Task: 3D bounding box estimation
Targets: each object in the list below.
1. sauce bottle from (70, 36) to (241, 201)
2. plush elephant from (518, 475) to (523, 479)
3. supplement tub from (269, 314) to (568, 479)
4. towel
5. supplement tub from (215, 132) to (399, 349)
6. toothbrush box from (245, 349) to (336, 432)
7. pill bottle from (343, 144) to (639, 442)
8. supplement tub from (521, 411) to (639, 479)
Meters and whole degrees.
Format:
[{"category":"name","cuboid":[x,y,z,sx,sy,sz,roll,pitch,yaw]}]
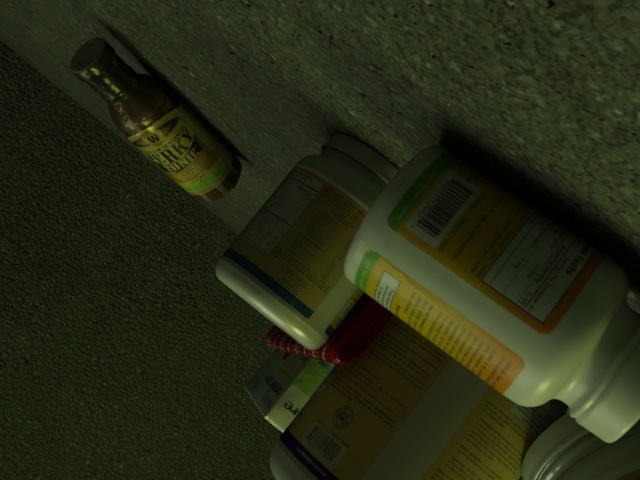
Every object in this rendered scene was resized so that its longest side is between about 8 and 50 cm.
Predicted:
[{"category":"sauce bottle","cuboid":[-0.266,-0.192,1.335,0.111,0.111,0.344,31,171,45]},{"category":"plush elephant","cuboid":[0.344,0.433,1.562,0.272,0.255,0.330,49,178,45]},{"category":"supplement tub","cuboid":[0.128,0.194,0.928,0.241,0.331,0.241,38,173,6]},{"category":"towel","cuboid":[0.035,0.064,0.983,0.031,0.199,0.275,45,164,-12]},{"category":"supplement tub","cuboid":[0.000,0.000,0.870,0.144,0.199,0.144,38,172,6]},{"category":"toothbrush box","cuboid":[0.032,0.162,1.208,0.122,0.283,0.206,39,174,-11]},{"category":"pill bottle","cuboid":[0.152,0.044,0.647,0.246,0.136,0.136,36,173,15]},{"category":"supplement tub","cuboid":[0.337,0.317,0.747,0.228,0.228,0.316,44,-162,-39]}]
